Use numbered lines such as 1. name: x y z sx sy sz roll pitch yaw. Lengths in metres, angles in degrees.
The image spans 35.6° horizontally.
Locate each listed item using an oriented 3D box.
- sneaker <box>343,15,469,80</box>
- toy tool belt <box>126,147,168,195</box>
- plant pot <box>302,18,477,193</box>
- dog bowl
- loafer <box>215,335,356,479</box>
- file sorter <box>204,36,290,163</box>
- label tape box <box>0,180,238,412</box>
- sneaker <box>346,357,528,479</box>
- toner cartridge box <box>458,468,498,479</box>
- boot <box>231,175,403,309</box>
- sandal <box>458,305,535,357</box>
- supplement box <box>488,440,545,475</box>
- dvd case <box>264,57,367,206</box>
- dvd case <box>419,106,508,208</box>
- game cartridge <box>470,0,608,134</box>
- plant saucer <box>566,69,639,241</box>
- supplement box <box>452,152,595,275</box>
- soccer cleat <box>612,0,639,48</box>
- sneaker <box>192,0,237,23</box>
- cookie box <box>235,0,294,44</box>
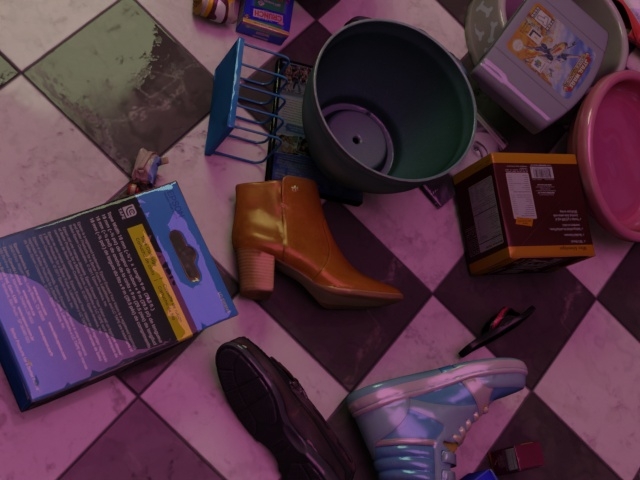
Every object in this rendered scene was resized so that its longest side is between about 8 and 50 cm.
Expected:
1. sneaker: 0.153 -0.350 1.872 0.262 0.104 0.125 25 35 -19
2. toy tool belt: -0.278 -0.105 1.612 0.051 0.052 0.083 15 66 -8
3. plant pot: 0.089 -0.200 1.694 0.293 0.196 0.293 8 68 -21
4. dog bowl: 0.468 -0.411 2.016 0.349 0.102 0.348 8 67 -20
5. loafer: -0.052 0.273 1.552 0.302 0.109 0.095 57 41 -2
6. file sorter: -0.121 -0.231 1.689 0.105 0.118 0.170 14 66 -21
7. label tape box: -0.328 0.079 1.490 0.334 0.106 0.240 -21 81 -29
8. sneaker: 0.213 0.313 1.627 0.319 0.127 0.208 -11 73 -16
9. toner cartridge box: 0.172 0.520 1.557 0.348 0.075 0.165 -28 85 -29
10. boot: -0.001 0.000 1.661 0.295 0.104 0.211 7 69 -16
11. sandal: 0.310 0.149 1.762 0.179 0.067 0.040 -25 71 -26
12. supplement box: 0.329 0.367 1.675 0.055 0.083 0.043 -3 73 -25
13. dvd case: -0.003 -0.195 1.779 0.181 0.022 0.252 12 67 -18
14. dvd case: 0.237 -0.184 1.880 0.164 0.018 0.221 49 60 0
15. game cartridge: 0.427 -0.348 1.888 0.198 0.062 0.297 37 61 -2
16. plant saucer: 0.584 -0.160 1.932 0.332 0.084 0.332 3 85 -39
17. supplement box: 0.369 -0.046 1.811 0.191 0.129 0.194 -1 75 -26
18. soccer cleat: 0.720 -0.436 2.144 0.116 0.108 0.318 -38 90 -9
19. sneaker: -0.175 -0.474 1.790 0.084 0.070 0.185 16 72 -26
20. cookie box: -0.099 -0.420 1.811 0.092 0.040 0.107 14 67 -19
